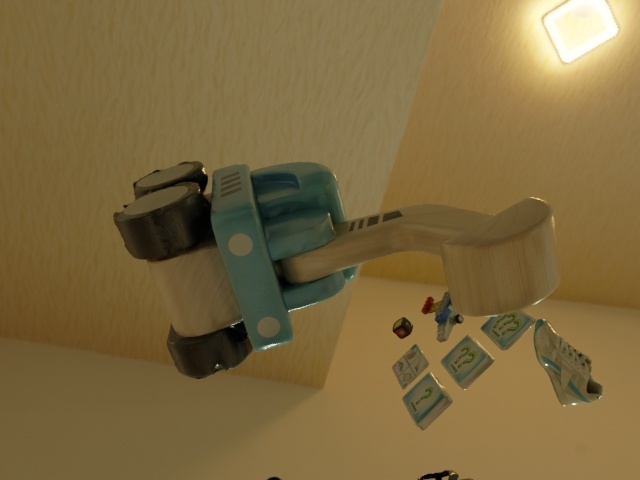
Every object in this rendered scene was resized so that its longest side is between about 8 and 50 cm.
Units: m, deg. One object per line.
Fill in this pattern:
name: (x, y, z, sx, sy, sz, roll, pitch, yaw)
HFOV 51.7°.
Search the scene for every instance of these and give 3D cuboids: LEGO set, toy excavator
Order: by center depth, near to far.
toy excavator: (0.000, 0.000, 0.807, 0.445, 0.222, 0.433, -18, -159, -3)
LEGO set: (0.152, 0.114, 0.853, 0.060, 0.182, 0.244, 44, -175, -12)

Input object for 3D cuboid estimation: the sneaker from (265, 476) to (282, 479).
sneaker: (-0.081, 0.338, 0.803, 0.098, 0.069, 0.038, -26, -132, -28)

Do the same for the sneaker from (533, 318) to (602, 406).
sneaker: (0.543, 0.264, 1.462, 0.229, 0.092, 0.087, 57, -142, -16)

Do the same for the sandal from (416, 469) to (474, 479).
sandal: (0.189, 0.394, 1.057, 0.097, 0.254, 0.055, -26, -115, 12)
